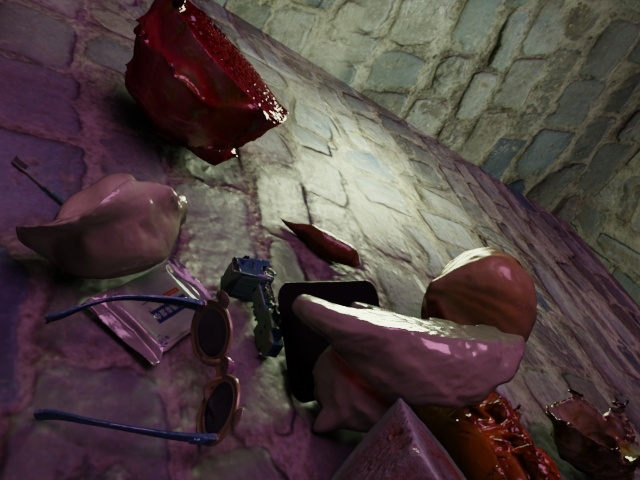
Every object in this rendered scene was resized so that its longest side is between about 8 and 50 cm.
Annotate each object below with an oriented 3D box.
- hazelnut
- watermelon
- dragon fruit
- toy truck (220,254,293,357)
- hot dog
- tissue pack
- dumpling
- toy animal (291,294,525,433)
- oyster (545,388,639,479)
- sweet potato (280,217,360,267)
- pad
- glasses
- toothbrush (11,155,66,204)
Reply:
[{"bbox_3d":[0.312,0.129,1.262,0.241,0.261,0.261,29,25,-16],"label":"hazelnut"},{"bbox_3d":[0.125,0.301,0.685,0.320,0.213,0.289,8,49,-6],"label":"watermelon"},{"bbox_3d":[-0.254,-0.317,1.291,0.371,0.249,0.386,32,23,-52],"label":"dragon fruit"},{"bbox_3d":[-0.104,0.102,0.961,0.081,0.067,0.175,15,36,-31],"label":"toy truck"},{"bbox_3d":[0.241,0.280,0.965,0.158,0.117,0.349,31,10,-23],"label":"hot dog"},{"bbox_3d":[-0.218,0.093,0.858,0.122,0.026,0.193,41,26,6],"label":"tissue pack"},{"bbox_3d":[-0.267,-0.022,0.825,0.250,0.162,0.132,-6,70,-56],"label":"dumpling"},{"bbox_3d":[0.138,0.195,0.904,0.266,0.188,0.308,3,-6,41],"label":"toy animal"},{"bbox_3d":[0.575,0.399,1.269,0.337,0.133,0.198,12,32,-48],"label":"oyster"},{"bbox_3d":[0.000,0.000,1.299,0.195,0.056,0.056,32,24,2],"label":"sweet potato"},{"bbox_3d":[0.029,0.153,0.997,0.267,0.004,0.181,5,73,-52],"label":"pad"},{"bbox_3d":[-0.210,0.151,0.727,0.220,0.088,0.189,3,52,-22],"label":"glasses"},{"bbox_3d":[-0.396,-0.071,0.924,0.167,0.014,0.011,40,15,5],"label":"toothbrush"}]
